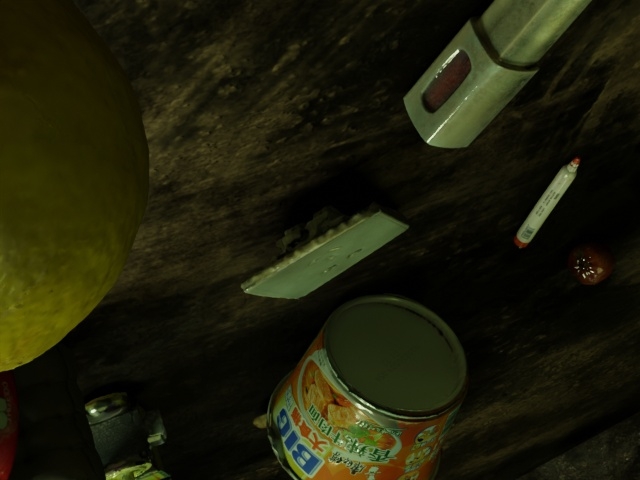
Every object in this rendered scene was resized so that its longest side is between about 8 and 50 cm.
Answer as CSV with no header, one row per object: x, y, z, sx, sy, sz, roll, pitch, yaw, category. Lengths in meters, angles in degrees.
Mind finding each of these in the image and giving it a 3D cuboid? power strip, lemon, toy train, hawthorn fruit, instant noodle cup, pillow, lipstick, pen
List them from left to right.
-0.285,-0.054,0.841,0.348,0.348,0.348,-18,154,-9,lemon
-0.442,0.279,1.467,0.326,0.228,0.101,-27,149,5,pillow
-0.346,0.323,1.735,0.261,0.134,0.177,-21,162,-3,toy train
0.000,0.000,1.468,0.198,0.064,0.213,-30,167,11,power strip
0.085,0.230,1.762,0.296,0.296,0.214,-8,141,-29,instant noodle cup
0.191,-0.202,1.220,0.077,0.079,0.253,-1,147,-38,lipstick
0.325,-0.056,1.670,0.026,0.026,0.218,-12,152,-22,pen
0.439,0.034,1.885,0.077,0.077,0.077,-18,154,-9,hawthorn fruit

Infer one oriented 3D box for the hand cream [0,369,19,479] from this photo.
-0.452,0.206,1.318,0.149,0.230,0.230,8,141,-45,hand cream

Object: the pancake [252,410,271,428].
0.015,0.287,1.985,0.250,0.031,0.250,-9,172,-1,pancake
